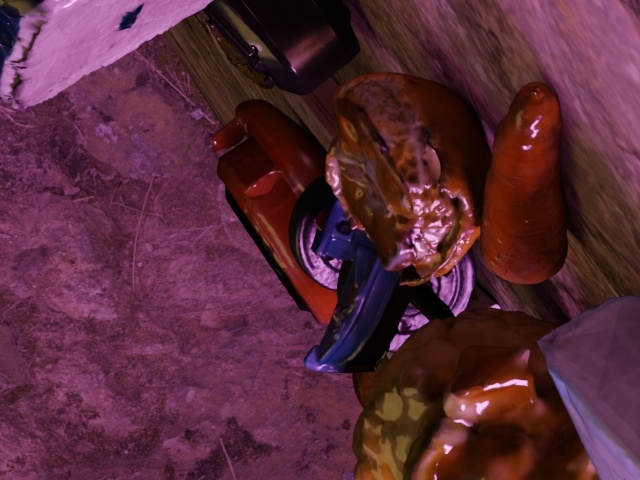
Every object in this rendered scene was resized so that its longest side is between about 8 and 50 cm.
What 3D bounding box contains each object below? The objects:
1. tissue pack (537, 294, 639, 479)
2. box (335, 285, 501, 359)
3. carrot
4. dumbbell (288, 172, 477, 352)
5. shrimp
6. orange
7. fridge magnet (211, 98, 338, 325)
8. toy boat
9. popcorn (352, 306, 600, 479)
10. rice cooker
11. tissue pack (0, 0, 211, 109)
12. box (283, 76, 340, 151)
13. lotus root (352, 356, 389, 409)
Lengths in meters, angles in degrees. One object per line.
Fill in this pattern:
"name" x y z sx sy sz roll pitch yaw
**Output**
"tissue pack" 0.248 0.168 0.867 0.263 0.089 0.177 56 178 -42
"box" 0.098 0.063 1.477 0.032 0.122 0.220 57 176 -32
"carrot" 0.129 -0.040 0.850 0.061 0.061 0.209 54 171 25
"dumbbell" 0.060 0.015 1.390 0.143 0.143 0.325 58 175 -30
"shrimp" -0.119 -0.280 1.881 0.184 0.043 0.091 51 171 -29
"orange" 0.071 -0.051 0.994 0.170 0.112 0.160 -3 111 61
"fridge magnet" -0.018 -0.029 1.851 0.363 0.155 0.363 56 177 5
"toy boat" 0.037 0.009 1.168 0.097 0.223 0.100 20 -177 -9
"popcorn" 0.154 0.183 1.127 0.258 0.224 0.270 35 149 60
"rice cooker" -0.040 -0.200 1.145 0.165 0.106 0.112 43 176 16
"tissue pack" -0.204 -0.326 0.839 0.416 0.253 0.264 55 164 -2
"box" 0.004 -0.144 1.479 0.125 0.043 0.089 54 175 23
"lotus root" 0.132 0.155 1.489 0.141 0.169 0.314 57 172 -29
